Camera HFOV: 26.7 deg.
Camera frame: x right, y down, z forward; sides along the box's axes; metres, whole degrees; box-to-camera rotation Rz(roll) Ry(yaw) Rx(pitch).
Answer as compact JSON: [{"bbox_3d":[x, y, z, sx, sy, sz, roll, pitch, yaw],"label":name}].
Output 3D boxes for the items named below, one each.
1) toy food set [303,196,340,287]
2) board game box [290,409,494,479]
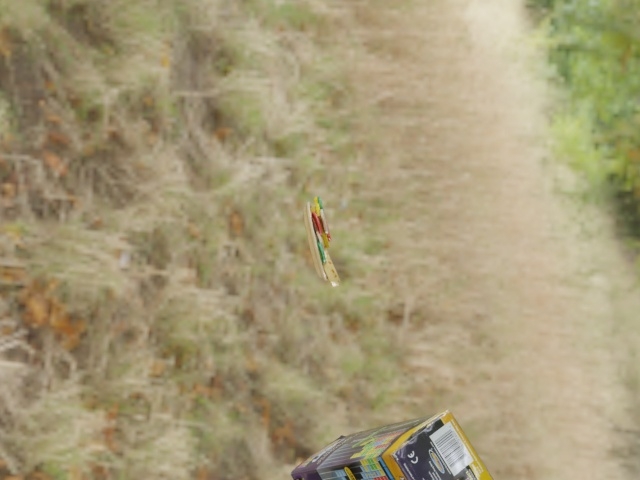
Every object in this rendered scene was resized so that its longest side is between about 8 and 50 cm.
[{"bbox_3d":[0.000,0.000,1.333,0.083,0.020,0.082,-98,174,-53],"label":"toy food set"},{"bbox_3d":[0.069,0.186,0.769,0.048,0.141,0.170,-33,91,-29],"label":"board game box"}]
